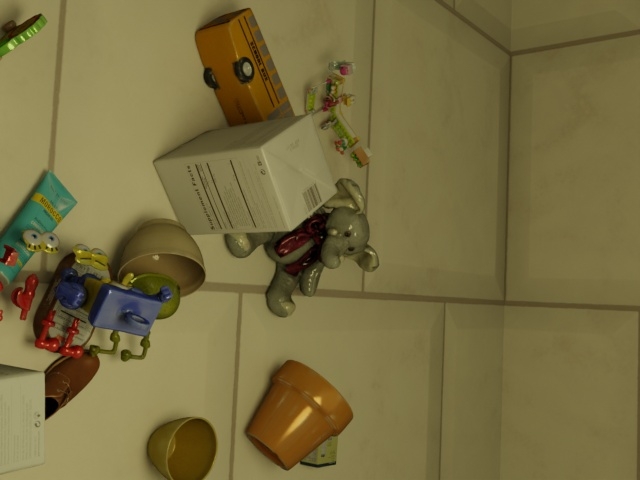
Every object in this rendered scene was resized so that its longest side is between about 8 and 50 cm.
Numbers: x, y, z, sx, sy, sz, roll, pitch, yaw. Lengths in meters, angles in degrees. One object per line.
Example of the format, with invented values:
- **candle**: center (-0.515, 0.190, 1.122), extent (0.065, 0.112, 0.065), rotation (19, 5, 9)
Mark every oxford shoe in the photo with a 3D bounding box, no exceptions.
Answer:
- **oxford shoe**: center (-0.447, 0.261, 1.242), extent (0.212, 0.076, 0.076), rotation (-43, 121, -47)

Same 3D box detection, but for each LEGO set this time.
- **LEGO set**: center (0.036, -0.311, 1.863), extent (0.107, 0.132, 0.286), rotation (-31, 121, -39)

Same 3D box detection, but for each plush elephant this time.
- **plush elephant**: center (0.000, 0.000, 1.688), extent (0.330, 0.256, 0.271), rotation (-52, 128, -40)

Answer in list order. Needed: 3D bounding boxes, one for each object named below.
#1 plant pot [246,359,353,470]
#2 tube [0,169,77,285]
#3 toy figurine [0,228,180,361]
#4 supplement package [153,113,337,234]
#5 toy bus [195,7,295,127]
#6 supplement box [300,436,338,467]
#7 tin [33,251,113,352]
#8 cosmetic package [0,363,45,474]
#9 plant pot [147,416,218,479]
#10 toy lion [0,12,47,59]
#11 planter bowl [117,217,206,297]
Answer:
- **plant pot**: center (-0.062, 0.411, 1.667), extent (0.188, 0.205, 0.205), rotation (-46, 126, -24)
- **tube**: center (-0.486, -0.019, 1.222), extent (0.207, 0.052, 0.080), rotation (-66, 148, -35)
- **toy figurine**: center (-0.334, 0.130, 1.188), extent (0.363, 0.217, 0.191), rotation (26, 84, -48)
- **supplement package**: center (-0.150, -0.127, 1.460), extent (0.177, 0.293, 0.175), rotation (-42, 121, -45)
- **toy bus**: center (-0.155, -0.327, 1.614), extent (0.130, 0.108, 0.332), rotation (-50, 127, -43)
- **supplement box**: center (-0.003, 0.523, 1.839), extent (0.083, 0.056, 0.083), rotation (13, 79, -52)
- **tin**: center (-0.435, 0.108, 1.293), extent (0.106, 0.040, 0.189), rotation (38, 60, -41)
- **cosmetic package**: center (-0.538, 0.246, 0.995), extent (0.225, 0.224, 0.138), rotation (-1, 91, -53)
- **plant pot**: center (-0.283, 0.410, 1.437), extent (0.134, 0.095, 0.134), rotation (2, 88, -52)
- **toy lion**: center (-0.490, -0.330, 1.176), extent (0.034, 0.096, 0.100), rotation (57, 48, -35)
- **planter bowl**: center (-0.303, 0.028, 1.390), extent (0.162, 0.162, 0.109), rotation (38, 32, -46)
